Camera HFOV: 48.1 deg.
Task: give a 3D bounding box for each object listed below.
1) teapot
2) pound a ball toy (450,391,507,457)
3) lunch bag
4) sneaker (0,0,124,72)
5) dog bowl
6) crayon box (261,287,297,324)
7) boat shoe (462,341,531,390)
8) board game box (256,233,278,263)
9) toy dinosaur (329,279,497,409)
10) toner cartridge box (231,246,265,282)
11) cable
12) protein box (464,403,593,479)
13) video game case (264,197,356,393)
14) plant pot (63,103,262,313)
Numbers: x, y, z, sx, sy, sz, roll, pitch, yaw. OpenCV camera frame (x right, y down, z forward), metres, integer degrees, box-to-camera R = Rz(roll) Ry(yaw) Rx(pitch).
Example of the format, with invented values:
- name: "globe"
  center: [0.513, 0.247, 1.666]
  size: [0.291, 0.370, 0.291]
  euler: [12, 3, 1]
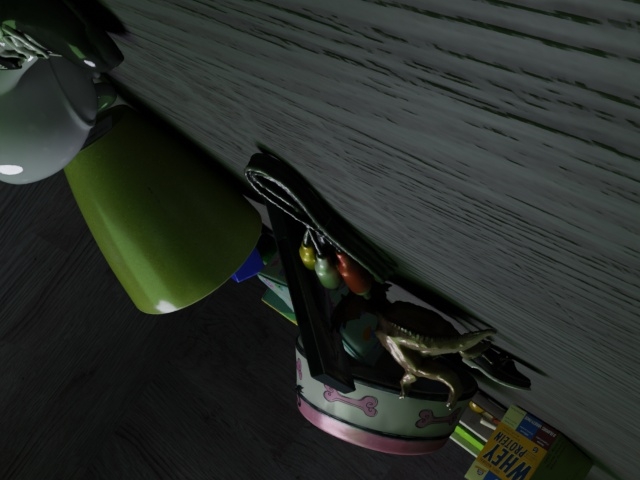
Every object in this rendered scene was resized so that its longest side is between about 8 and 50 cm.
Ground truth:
- name: "teapot"
  center: [-0.401, -0.211, 1.018]
  size: [0.256, 0.187, 0.252]
  euler: [-113, 1, -47]
- name: "pound a ball toy"
  center: [0.431, 0.456, 1.870]
  size: [0.319, 0.135, 0.208]
  euler: [35, 148, 7]
- name: "lunch bag"
  center: [0.009, 0.124, 1.462]
  size: [0.279, 0.108, 0.224]
  euler: [49, 167, -31]
- name: "sneaker"
  center: [-0.350, -0.227, 0.755]
  size: [0.331, 0.146, 0.122]
  euler: [31, 171, 24]
- name: "dog bowl"
  center: [0.128, 0.330, 1.584]
  size: [0.408, 0.150, 0.408]
  euler: [13, -174, -1]
- name: "crayon box"
  center: [0.011, 0.215, 2.092]
  size: [0.323, 0.083, 0.203]
  euler: [35, -165, 12]
- name: "boat shoe"
  center: [0.250, 0.175, 1.010]
  size: [0.046, 0.038, 0.125]
  euler: [17, -176, -27]
- name: "board game box"
  center: [-0.010, 0.115, 1.827]
  size: [0.316, 0.064, 0.242]
  euler: [39, 173, -26]
- name: "toy dinosaur"
  center: [0.113, 0.122, 1.005]
  size: [0.200, 0.127, 0.296]
  euler: [44, 167, -9]
- name: "toner cartridge box"
  center: [-0.223, 0.002, 1.776]
  size: [0.348, 0.075, 0.165]
  euler: [-170, 58, -76]
- name: "cable"
  center: [0.000, 0.000, 0.891]
  size: [0.139, 0.072, 0.287]
  euler: [25, 169, 31]
- name: "protein box"
  center: [0.469, 0.514, 1.608]
  size: [0.201, 0.199, 0.136]
  euler: [41, 172, -38]
- name: "video game case"
  center: [-0.013, 0.085, 1.079]
  size: [0.196, 0.026, 0.274]
  euler: [50, -159, -66]
- name: "plant pot"
  center: [-0.291, -0.074, 1.218]
  size: [0.275, 0.275, 0.293]
  euler: [27, 155, 55]
